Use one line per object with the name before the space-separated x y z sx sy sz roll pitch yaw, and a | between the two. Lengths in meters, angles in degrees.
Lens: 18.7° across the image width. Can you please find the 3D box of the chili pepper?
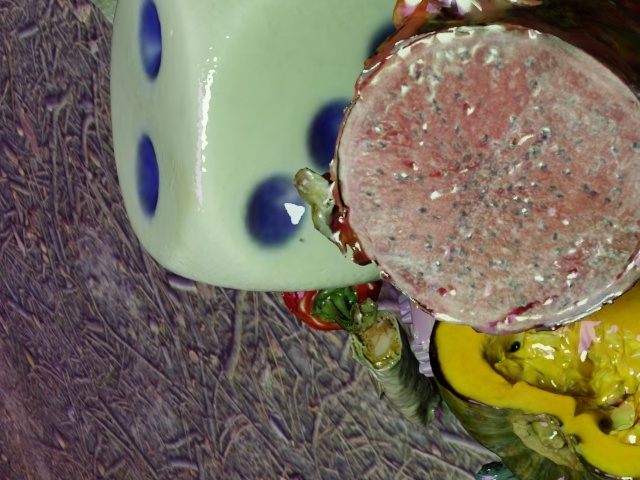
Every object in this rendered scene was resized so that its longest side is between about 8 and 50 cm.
chili pepper | 0.000 0.000 2.059 0.387 0.110 0.110 -104 8 -56

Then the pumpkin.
pumpkin | 0.271 0.134 1.688 0.325 0.242 0.232 33 168 42

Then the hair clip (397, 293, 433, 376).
hair clip | 0.111 0.047 2.016 0.292 0.084 0.106 65 -163 8

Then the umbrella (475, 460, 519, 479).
umbrella | 0.225 0.353 2.078 0.053 0.052 0.250 -17 97 29

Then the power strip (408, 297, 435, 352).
power strip | 0.108 -0.033 1.899 0.109 0.037 0.279 142 122 -66

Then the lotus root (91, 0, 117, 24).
lotus root | -0.155 -0.350 2.023 0.192 0.272 0.272 65 155 25

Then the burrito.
burrito | 0.080 0.141 2.068 0.087 0.060 0.226 65 -177 29

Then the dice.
dice | -0.038 -0.135 1.838 0.304 0.276 0.304 -145 53 -61

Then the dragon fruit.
dragon fruit | 0.174 -0.088 1.612 0.314 0.263 0.296 28 117 -1
